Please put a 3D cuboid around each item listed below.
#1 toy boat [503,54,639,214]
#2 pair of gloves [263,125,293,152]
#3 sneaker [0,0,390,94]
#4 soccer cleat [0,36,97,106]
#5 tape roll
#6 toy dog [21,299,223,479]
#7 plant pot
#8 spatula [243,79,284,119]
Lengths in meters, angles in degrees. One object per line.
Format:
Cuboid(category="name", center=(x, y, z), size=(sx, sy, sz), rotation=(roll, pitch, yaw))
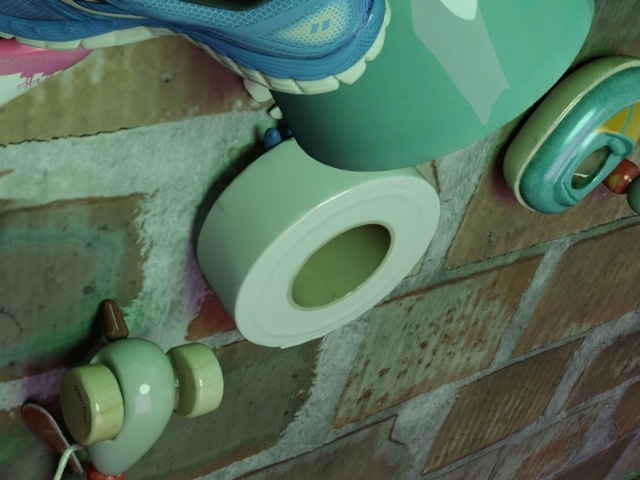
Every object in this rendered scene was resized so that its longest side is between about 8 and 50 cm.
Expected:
Cuboid(category="toy boat", center=(0.426, -0.128, 1.253), size=(0.267, 0.148, 0.318), rotation=(-52, 143, 12))
Cuboid(category="pair of gloves", center=(0.015, -0.118, 0.972), size=(0.198, 0.023, 0.159), rotation=(-14, 143, -33))
Cuboid(category="sneaker", center=(-0.121, -0.190, 0.513), size=(0.147, 0.330, 0.129), rotation=(62, 41, -75))
Cuboid(category="soccer cleat", center=(-0.305, -0.126, 0.633), size=(0.331, 0.116, 0.143), rotation=(-27, 163, -24))
Cuboid(category="tape roll", center=(0.000, 0.000, 0.999), size=(0.286, 0.100, 0.286), rotation=(-27, 149, -18))
Cuboid(category="toy dog", center=(-0.258, 0.197, 0.985), size=(0.334, 0.161, 0.220), rotation=(-41, 150, 24))
Cuboid(category="plant pot", center=(0.045, -0.241, 0.687), size=(0.293, 0.293, 0.235), rotation=(-40, 129, -3))
Cuboid(category="spatula", center=(0.036, -0.211, 0.917), size=(0.242, 0.019, 0.168), rotation=(-42, 143, -1))
